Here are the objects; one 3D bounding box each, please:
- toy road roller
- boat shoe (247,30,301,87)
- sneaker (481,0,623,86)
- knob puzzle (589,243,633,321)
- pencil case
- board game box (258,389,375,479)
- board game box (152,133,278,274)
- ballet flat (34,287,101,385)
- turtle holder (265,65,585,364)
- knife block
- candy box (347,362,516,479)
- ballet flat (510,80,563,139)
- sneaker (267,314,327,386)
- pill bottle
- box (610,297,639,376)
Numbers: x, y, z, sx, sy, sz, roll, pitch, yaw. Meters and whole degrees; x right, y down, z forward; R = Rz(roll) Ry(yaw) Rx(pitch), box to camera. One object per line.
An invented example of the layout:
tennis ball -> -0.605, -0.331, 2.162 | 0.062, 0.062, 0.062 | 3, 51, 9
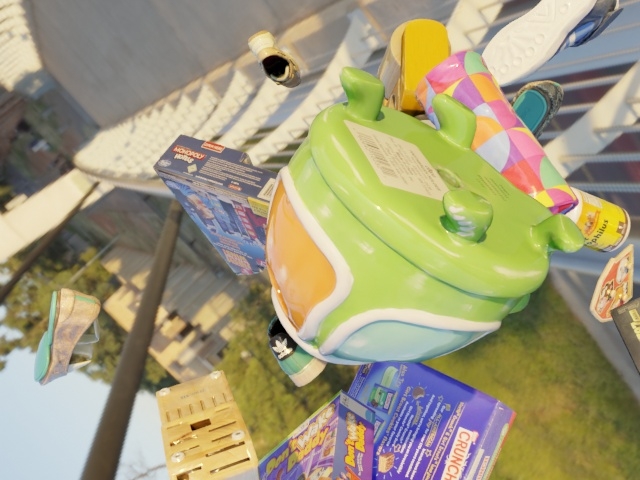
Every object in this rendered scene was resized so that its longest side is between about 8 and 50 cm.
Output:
toy road roller -> 0.240, -0.231, 1.297 | 0.241, 0.329, 0.202 | 1, 164, -7
boat shoe -> -0.063, -0.250, 1.005 | 0.135, 0.050, 0.045 | 29, -143, -63
sneaker -> 0.539, -0.462, 1.590 | 0.236, 0.323, 0.130 | -2, -126, -52
knob puzzle -> 0.741, 0.127, 1.737 | 0.030, 0.213, 0.213 | 24, 155, 44
pencil case -> 0.203, -0.107, 0.810 | 0.104, 0.105, 0.236 | 90, 155, -70
board game box -> -0.053, 0.437, 1.134 | 0.078, 0.347, 0.233 | 36, -152, -14
board game box -> -0.076, -0.019, 0.823 | 0.194, 0.060, 0.194 | 19, 151, 27
ballet flat -> -0.512, 0.210, 1.411 | 0.316, 0.106, 0.107 | -53, 39, 45
turtle holder -> 0.087, -0.004, 0.666 | 0.243, 0.227, 0.320 | 45, -150, 16
knife block -> -0.117, 0.294, 0.821 | 0.276, 0.088, 0.242 | -146, 40, -69
candy box -> 0.196, 0.394, 1.412 | 0.317, 0.268, 0.122 | 21, 172, 41
ballet flat -> 0.572, -0.283, 2.093 | 0.164, 0.182, 0.482 | 49, 133, 18
sneaker -> -0.040, 0.183, 1.446 | 0.121, 0.108, 0.302 | 52, -169, -9
pill bottle -> 0.595, -0.052, 1.592 | 0.215, 0.117, 0.117 | 17, 175, -21
box -> 0.531, 0.226, 1.044 | 0.232, 0.059, 0.183 | 50, -158, -25
